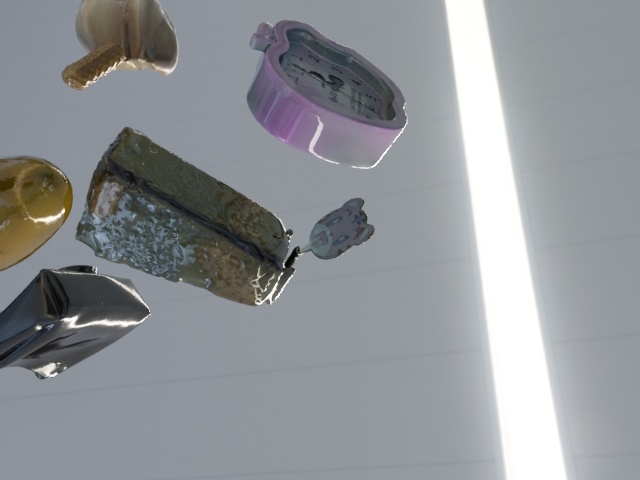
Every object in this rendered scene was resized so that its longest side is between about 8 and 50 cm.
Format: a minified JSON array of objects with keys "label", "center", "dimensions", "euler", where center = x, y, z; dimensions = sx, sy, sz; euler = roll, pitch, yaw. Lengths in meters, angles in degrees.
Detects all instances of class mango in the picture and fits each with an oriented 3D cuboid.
[{"label":"mango","center":[-0.357,-0.026,0.663],"dimensions":[0.253,0.138,0.113],"euler":[-18,-122,32]}]

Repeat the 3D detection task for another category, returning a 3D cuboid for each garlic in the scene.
[{"label":"garlic","center":[-0.433,-0.488,1.421],"dimensions":[0.217,0.110,0.228],"euler":[-5,-111,-22]}]

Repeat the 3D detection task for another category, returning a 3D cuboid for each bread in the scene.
[{"label":"bread","center":[-0.447,-0.347,1.261],"dimensions":[0.044,0.052,0.157],"euler":[-35,-165,44]}]

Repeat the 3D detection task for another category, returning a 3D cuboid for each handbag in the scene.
[{"label":"handbag","center":[-0.472,0.156,1.126],"dimensions":[0.257,0.285,0.113],"euler":[-38,-105,6]}]

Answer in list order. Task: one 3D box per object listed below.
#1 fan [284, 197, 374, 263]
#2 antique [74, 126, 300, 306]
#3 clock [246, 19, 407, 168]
[{"label":"fan","center":[0.000,0.000,1.274],"dimensions":[0.226,0.008,0.152],"euler":[-29,-144,9]},{"label":"antique","center":[-0.165,-0.016,0.855],"dimensions":[0.150,0.284,0.125],"euler":[-56,-165,33]},{"label":"clock","center":[0.001,-0.280,1.204],"dimensions":[0.102,0.338,0.338],"euler":[-55,-140,34]}]
